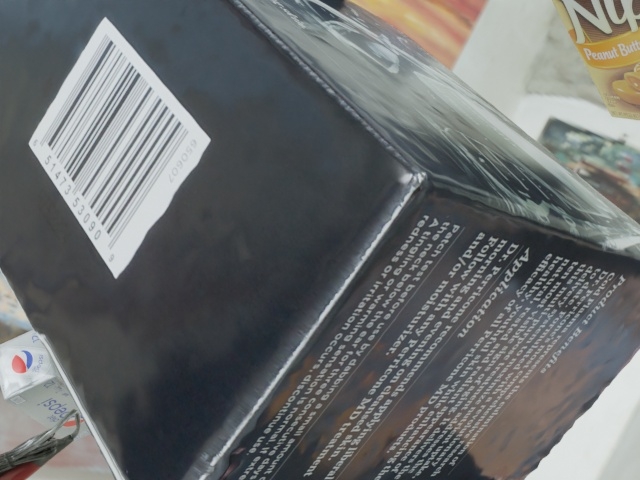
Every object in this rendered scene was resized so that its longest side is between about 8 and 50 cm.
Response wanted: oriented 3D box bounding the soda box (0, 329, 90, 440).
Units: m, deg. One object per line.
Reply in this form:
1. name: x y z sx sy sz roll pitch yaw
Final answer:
1. soda box: -0.450 0.252 1.563 0.286 0.091 0.098 74 -10 -64

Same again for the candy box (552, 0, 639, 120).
1. candy box: 0.375 -0.269 1.059 0.183 0.087 0.316 18 -24 51

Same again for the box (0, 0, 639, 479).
1. box: -0.008 -0.036 0.817 0.471 0.297 0.480 15 27 -51

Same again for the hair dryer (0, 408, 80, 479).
1. hair dryer: -0.428 0.330 1.145 0.223 0.293 0.080 4 43 -42
